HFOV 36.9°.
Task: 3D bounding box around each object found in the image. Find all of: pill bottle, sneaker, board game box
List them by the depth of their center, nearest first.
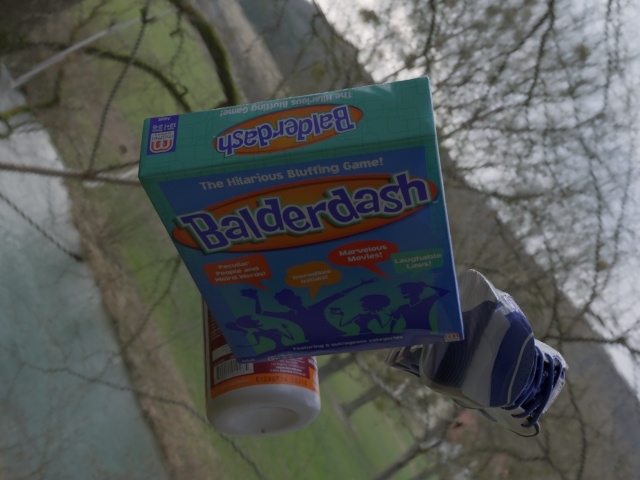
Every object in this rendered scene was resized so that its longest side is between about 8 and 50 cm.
[{"bbox_3d":[0.000,0.000,0.586,0.210,0.160,0.047,71,14,-52],"label":"board game box"},{"bbox_3d":[0.193,0.127,1.020,0.182,0.127,0.315,26,-6,-5],"label":"sneaker"},{"bbox_3d":[-0.069,0.091,1.047,0.121,0.121,0.221,67,15,-59],"label":"pill bottle"}]
